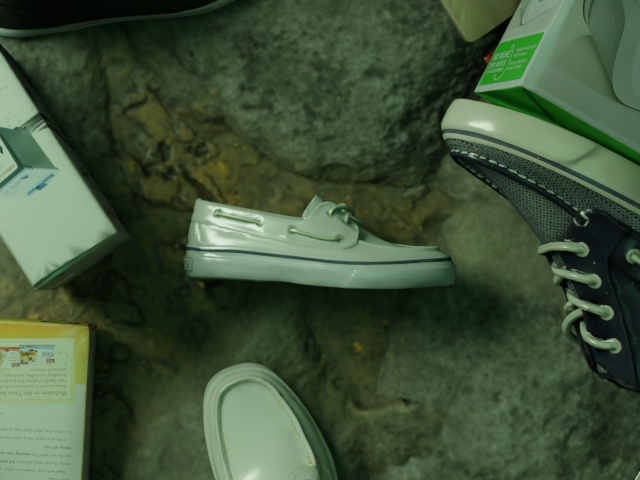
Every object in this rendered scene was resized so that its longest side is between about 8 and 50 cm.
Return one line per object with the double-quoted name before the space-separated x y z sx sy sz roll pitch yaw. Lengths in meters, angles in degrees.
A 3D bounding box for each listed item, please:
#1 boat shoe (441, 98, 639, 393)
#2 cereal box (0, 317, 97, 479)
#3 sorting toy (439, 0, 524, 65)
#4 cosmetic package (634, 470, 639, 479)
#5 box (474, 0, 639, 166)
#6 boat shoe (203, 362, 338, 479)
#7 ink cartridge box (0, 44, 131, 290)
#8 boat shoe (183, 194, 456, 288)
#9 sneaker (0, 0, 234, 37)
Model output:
"boat shoe" 0.228 0.023 1.079 0.341 0.127 0.158 27 87 -1
"cereal box" -0.279 0.184 1.095 0.173 0.047 0.240 4 90 -1
"sorting toy" 0.141 -0.248 1.113 0.132 0.046 0.274 -36 102 -8
"cosmetic package" 0.401 0.287 1.067 0.309 0.160 0.113 30 88 0
"box" 0.300 -0.160 1.072 0.262 0.127 0.231 29 88 -12
"boat shoe" -0.022 0.233 1.080 0.098 0.096 0.277 -21 90 -2
"ink cartridge box" -0.239 -0.061 1.056 0.082 0.139 0.190 -35 91 -4
"boat shoe" 0.000 0.000 1.092 0.226 0.083 0.075 2 90 -2
"sneaker" -0.149 -0.237 1.060 0.296 0.147 0.104 -15 88 -4
